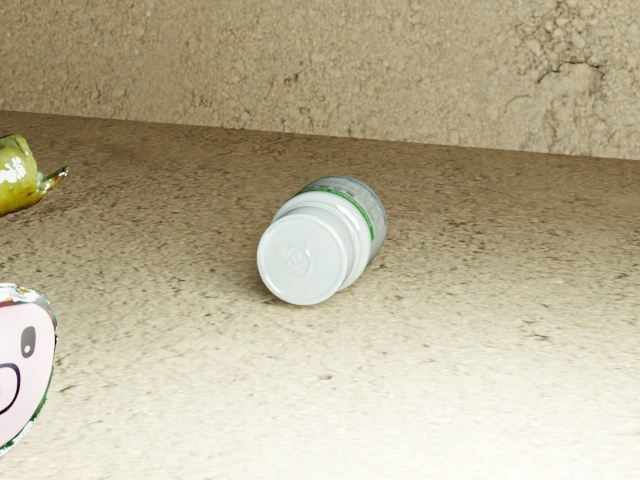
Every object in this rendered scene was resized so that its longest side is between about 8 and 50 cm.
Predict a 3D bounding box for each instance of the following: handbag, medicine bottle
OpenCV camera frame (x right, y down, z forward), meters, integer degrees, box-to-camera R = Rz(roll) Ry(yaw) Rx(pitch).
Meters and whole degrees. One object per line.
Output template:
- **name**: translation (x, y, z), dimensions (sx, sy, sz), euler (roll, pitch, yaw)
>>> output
- **handbag**: translation (-0.331, 0.116, 1.491), dimensions (0.116, 0.179, 0.205), euler (15, 19, 29)
- **medicine bottle**: translation (0.000, 0.000, 2.126), dimensions (0.139, 0.139, 0.237), euler (3, 13, 13)

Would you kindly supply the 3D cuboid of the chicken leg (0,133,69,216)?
- **chicken leg**: translation (-0.465, 0.007, 1.777), dimensions (0.429, 0.153, 0.201), euler (-35, 25, -21)
